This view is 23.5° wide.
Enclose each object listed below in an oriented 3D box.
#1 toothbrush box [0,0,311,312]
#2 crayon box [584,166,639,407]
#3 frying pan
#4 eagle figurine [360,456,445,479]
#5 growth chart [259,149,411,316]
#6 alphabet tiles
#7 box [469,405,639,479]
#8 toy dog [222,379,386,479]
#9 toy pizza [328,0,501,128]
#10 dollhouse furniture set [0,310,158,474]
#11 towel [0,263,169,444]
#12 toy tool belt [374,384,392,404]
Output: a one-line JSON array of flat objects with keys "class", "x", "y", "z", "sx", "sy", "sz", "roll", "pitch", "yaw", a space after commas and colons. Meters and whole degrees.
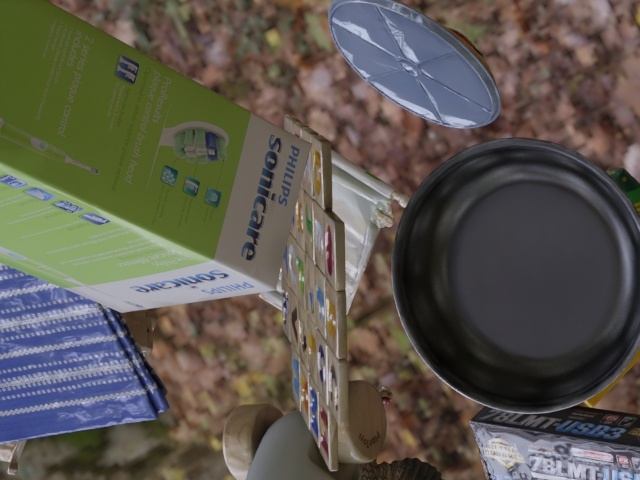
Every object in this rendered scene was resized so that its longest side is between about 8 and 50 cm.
[{"class": "toothbrush box", "x": -0.184, "y": -0.056, "z": 1.079, "sx": 0.283, "sy": 0.122, "sz": 0.206, "roll": 27, "pitch": 157, "yaw": -33}, {"class": "crayon box", "x": 0.375, "y": 0.082, "z": 2.145, "sx": 0.203, "sy": 0.323, "sz": 0.083, "roll": 43, "pitch": -178, "yaw": -5}, {"class": "frying pan", "x": 0.201, "y": 0.012, "z": 1.070, "sx": 0.053, "sy": 0.326, "sz": 0.197, "roll": -14, "pitch": -89, "yaw": -63}, {"class": "eagle figurine", "x": 0.081, "y": 0.394, "z": 2.099, "sx": 0.225, "sy": 0.226, "sz": 0.298, "roll": 29, "pitch": -168, "yaw": -37}, {"class": "growth chart", "x": 0.000, "y": 0.000, "z": 1.850, "sx": 0.172, "sy": 0.021, "sz": 0.237, "roll": 38, "pitch": 121, "yaw": 25}, {"class": "alphabet tiles", "x": -0.010, "y": 0.038, "z": 1.403, "sx": 0.342, "sy": 0.011, "sz": 0.285, "roll": -132, "pitch": 40, "yaw": -76}, {"class": "box", "x": 0.338, "y": 0.331, "z": 1.784, "sx": 0.295, "sy": 0.073, "sz": 0.293, "roll": 2, "pitch": 118, "yaw": 44}, {"class": "toy dog", "x": -0.023, "y": 0.298, "z": 1.502, "sx": 0.220, "sy": 0.334, "sz": 0.161, "roll": 8, "pitch": 149, "yaw": 46}, {"class": "toy pizza", "x": 0.097, "y": -0.185, "z": 1.542, "sx": 0.201, "sy": 0.032, "sz": 0.201, "roll": 31, "pitch": 162, "yaw": 11}, {"class": "dollhouse furniture set", "x": -0.409, "y": 0.168, "z": 1.982, "sx": 0.174, "sy": 0.303, "sz": 0.355, "roll": -101, "pitch": 30, "yaw": -47}, {"class": "towel", "x": -0.320, "y": 0.068, "z": 1.587, "sx": 0.040, "sy": 0.243, "sz": 0.336, "roll": -68, "pitch": -40, "yaw": -54}, {"class": "toy tool belt", "x": 0.063, "y": 0.242, "z": 2.230, "sx": 0.051, "sy": 0.083, "sz": 0.052, "roll": -88, "pitch": -6, "yaw": -45}]
